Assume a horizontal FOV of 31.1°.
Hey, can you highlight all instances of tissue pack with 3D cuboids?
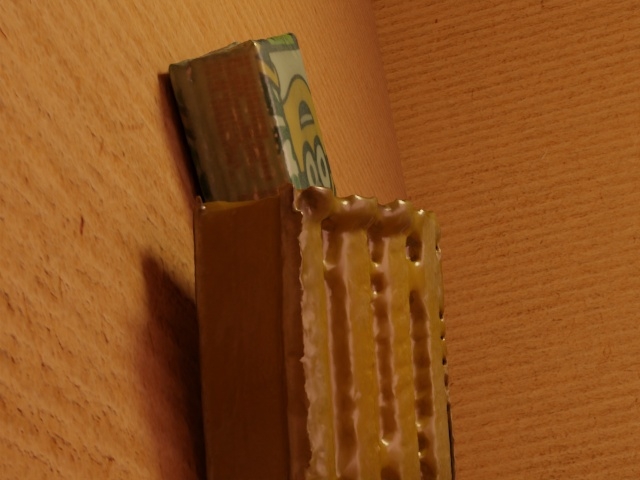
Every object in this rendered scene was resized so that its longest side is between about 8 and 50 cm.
[{"bbox_3d":[-0.062,-0.081,1.361,0.228,0.127,0.311,-49,125,-74],"label":"tissue pack"}]

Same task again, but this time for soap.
[{"bbox_3d":[0.014,0.120,1.142,0.293,0.156,0.335,0,85,-60],"label":"soap"}]
